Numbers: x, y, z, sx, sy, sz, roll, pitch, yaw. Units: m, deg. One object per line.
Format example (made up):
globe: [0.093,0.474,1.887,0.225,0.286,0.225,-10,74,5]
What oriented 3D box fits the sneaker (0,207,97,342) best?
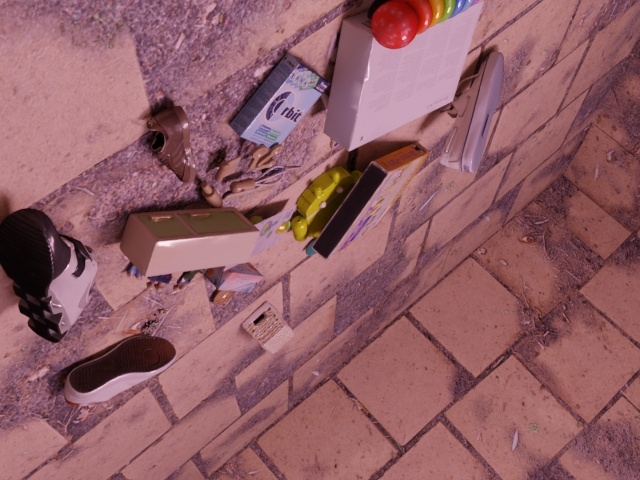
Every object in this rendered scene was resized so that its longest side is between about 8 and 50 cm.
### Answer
sneaker: [-0.463,0.032,1.330,0.146,0.122,0.330,-53,168,-36]

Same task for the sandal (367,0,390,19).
sandal: [0.140,-0.512,1.497,0.179,0.040,0.067,-51,170,-9]

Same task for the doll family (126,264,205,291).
doll family: [-0.330,0.049,1.657,0.111,0.076,0.193,-47,158,19]

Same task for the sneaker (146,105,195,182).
sneaker: [-0.272,-0.168,1.376,0.071,0.066,0.188,-20,148,-17]

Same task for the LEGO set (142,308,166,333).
LEGO set: [-0.409,0.205,1.884,0.054,0.023,0.083,-14,144,-55]

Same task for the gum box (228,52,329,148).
gum box: [-0.080,-0.276,1.544,0.184,0.041,0.157,-48,160,13]

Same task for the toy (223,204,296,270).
toy: [-0.160,-0.020,1.882,0.237,0.056,0.137,-24,149,-55]

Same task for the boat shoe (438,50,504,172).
boat shoe: [0.417,-0.380,2.203,0.136,0.156,0.367,26,79,-65]

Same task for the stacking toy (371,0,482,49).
stacking toy: [0.211,-0.475,1.510,0.330,0.141,0.141,-43,162,-32]

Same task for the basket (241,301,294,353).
basket: [-0.160,0.281,2.413,0.113,0.103,0.167,-42,161,-4]

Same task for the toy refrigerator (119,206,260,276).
toy refrigerator: [-0.262,-0.005,1.567,0.269,0.102,0.094,-7,130,-46]

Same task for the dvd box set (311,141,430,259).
dvd box set: [0.153,-0.123,2.164,0.307,0.062,0.420,-55,170,25]

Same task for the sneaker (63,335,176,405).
sneaker: [-0.493,0.318,1.857,0.290,0.106,0.123,-16,156,-40]

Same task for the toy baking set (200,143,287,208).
toy baking set: [-0.160,-0.126,1.650,0.197,0.030,0.256,-29,164,-8]

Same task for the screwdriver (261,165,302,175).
screwdriver: [-0.084,-0.164,1.788,0.024,0.025,0.170,-54,158,24]

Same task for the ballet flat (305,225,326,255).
ballet flat: [0.000,0.000,2.271,0.114,0.041,0.041,-47,160,11]

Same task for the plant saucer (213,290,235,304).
plant saucer: [-0.260,0.140,2.063,0.083,0.015,0.083,-38,159,-17]

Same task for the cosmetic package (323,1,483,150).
cosmetic package: [0.186,-0.393,1.701,0.377,0.097,0.284,-29,144,-35]

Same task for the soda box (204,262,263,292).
soda box: [-0.222,0.092,1.979,0.063,0.058,0.183,-49,160,10]

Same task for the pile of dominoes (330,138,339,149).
pile of dominoes: [0.131,-0.334,1.851,0.251,0.040,0.196,-39,160,-18]

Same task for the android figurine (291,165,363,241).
android figurine: [0.017,-0.103,2.071,0.248,0.056,0.273,-39,161,-16]
